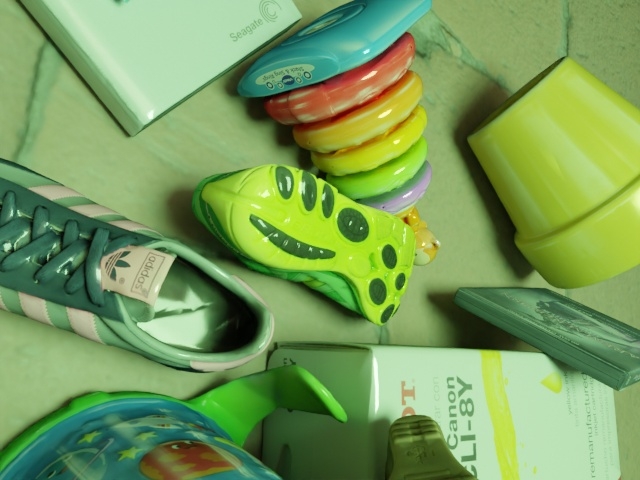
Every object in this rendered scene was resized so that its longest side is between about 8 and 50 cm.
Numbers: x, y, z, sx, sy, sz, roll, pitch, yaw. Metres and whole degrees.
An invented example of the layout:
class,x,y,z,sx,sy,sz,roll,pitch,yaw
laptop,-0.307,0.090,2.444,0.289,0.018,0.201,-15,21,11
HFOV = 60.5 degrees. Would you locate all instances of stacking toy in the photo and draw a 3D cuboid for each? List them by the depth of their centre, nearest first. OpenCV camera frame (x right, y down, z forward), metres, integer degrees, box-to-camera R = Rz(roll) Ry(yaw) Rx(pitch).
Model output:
class,x,y,z,sx,sy,sz,roll,pitch,yaw
stacking toy,0.059,-0.088,0.596,0.165,0.175,0.301,-49,125,-37

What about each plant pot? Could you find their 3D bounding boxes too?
class,x,y,z,sx,sy,sz,roll,pitch,yaw
plant pot,0.340,-0.104,0.742,0.239,0.254,0.254,50,56,-2

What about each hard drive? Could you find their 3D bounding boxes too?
class,x,y,z,sx,sy,sz,roll,pitch,yaw
hard drive,-0.194,-0.300,0.490,0.233,0.047,0.353,-47,110,-32

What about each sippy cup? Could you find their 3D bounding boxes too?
class,x,y,z,sx,sy,sz,roll,pitch,yaw
sippy cup,-0.102,0.225,0.355,0.240,0.224,0.305,18,72,-33

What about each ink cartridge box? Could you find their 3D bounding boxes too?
class,x,y,z,sx,sy,sz,roll,pitch,yaw
ink cartridge box,0.142,0.253,0.570,0.385,0.160,0.279,10,75,-34

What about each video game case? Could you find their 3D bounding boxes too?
class,x,y,z,sx,sy,sz,roll,pitch,yaw
video game case,0.314,0.108,0.681,0.274,0.196,0.026,7,106,-47

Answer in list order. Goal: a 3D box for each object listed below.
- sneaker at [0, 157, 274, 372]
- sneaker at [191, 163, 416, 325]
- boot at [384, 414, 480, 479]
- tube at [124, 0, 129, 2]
class,x,y,z,sx,sy,sz,roll,pitch,yaw
sneaker,-0.172,0.010,0.398,0.319,0.131,0.112,27,67,-30
sneaker,0.000,0.000,0.541,0.295,0.124,0.109,34,78,-48
boot,0.069,0.233,0.302,0.248,0.090,0.206,-11,91,-78
tube,-0.135,-0.298,0.478,0.080,0.052,0.207,41,66,-16
